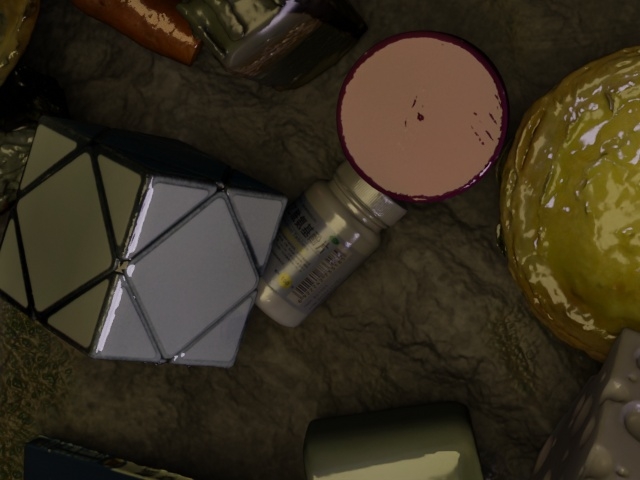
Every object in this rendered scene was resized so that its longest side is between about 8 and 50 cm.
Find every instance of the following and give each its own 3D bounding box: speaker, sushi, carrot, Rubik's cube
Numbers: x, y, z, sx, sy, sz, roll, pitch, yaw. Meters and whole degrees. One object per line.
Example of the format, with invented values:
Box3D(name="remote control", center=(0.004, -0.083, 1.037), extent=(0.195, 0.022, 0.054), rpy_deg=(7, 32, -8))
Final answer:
Box3D(name="speaker", center=(0.114, 0.383, 1.702), extent=(0.184, 0.183, 0.406), rpy_deg=(-13, 95, 4))
Box3D(name="sushi", center=(-0.379, -0.104, 1.720), extent=(0.225, 0.124, 0.127), rpy_deg=(-27, 55, 19))
Box3D(name="carrot", center=(-0.211, -0.266, 1.714), extent=(0.193, 0.087, 0.087), rpy_deg=(35, 100, 5))
Box3D(name="Rubik's cube", center=(-0.193, 0.002, 1.646), extent=(0.205, 0.205, 0.207), rpy_deg=(26, 101, 42))

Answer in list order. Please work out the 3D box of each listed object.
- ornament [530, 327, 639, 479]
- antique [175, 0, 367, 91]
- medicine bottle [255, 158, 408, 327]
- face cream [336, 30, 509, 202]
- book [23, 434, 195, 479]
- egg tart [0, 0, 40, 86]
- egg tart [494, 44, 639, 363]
Box3D(name="ornament", center=(0.346, 0.283, 1.573), extent=(0.239, 0.239, 0.240), rpy_deg=(24, 134, 1))
Box3D(name="antique", center=(-0.055, -0.237, 1.594), extent=(0.125, 0.284, 0.150), rpy_deg=(-39, 89, 10))
Box3D(name="medicine bottle", center=(0.000, 0.000, 1.706), extent=(0.187, 0.103, 0.103), rpy_deg=(-44, 89, 11))
Box3D(name="face cream", center=(0.111, -0.132, 1.629), extent=(0.175, 0.195, 0.175), rpy_deg=(1, 96, 6))
Box3D(name="book", center=(-0.159, 0.403, 1.713), extent=(0.428, 0.039, 0.300), rpy_deg=(11, 107, 30))
Box3D(name="egg tart", center=(-0.454, -0.245, 1.678), extent=(0.315, 0.120, 0.315), rpy_deg=(-9, 65, 20))
Box3D(name="egg tart", center=(0.349, -0.035, 1.638), extent=(0.345, 0.132, 0.345), rpy_deg=(1, 98, 7))
